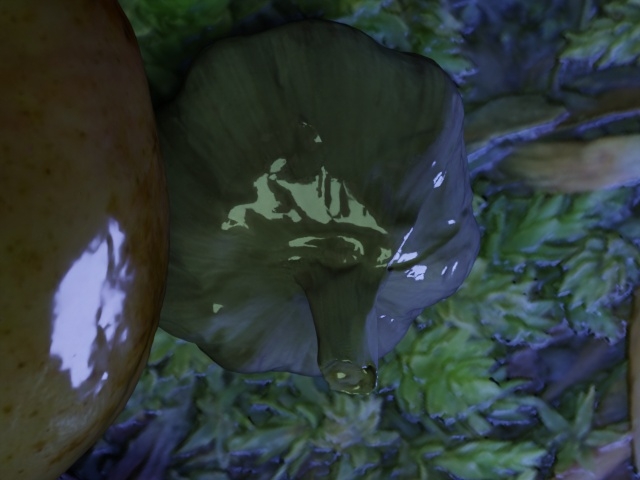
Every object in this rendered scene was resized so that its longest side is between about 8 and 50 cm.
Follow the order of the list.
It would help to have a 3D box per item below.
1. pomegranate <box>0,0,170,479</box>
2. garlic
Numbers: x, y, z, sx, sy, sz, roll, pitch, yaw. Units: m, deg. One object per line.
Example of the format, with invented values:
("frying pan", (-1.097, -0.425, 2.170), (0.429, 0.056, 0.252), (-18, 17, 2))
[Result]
("pomegranate", (-0.236, -0.011, 0.817), (0.338, 0.338, 0.338), (-4, 113, -8))
("garlic", (0.000, 0.000, 0.927), (0.219, 0.212, 0.218), (-5, 120, -9))
